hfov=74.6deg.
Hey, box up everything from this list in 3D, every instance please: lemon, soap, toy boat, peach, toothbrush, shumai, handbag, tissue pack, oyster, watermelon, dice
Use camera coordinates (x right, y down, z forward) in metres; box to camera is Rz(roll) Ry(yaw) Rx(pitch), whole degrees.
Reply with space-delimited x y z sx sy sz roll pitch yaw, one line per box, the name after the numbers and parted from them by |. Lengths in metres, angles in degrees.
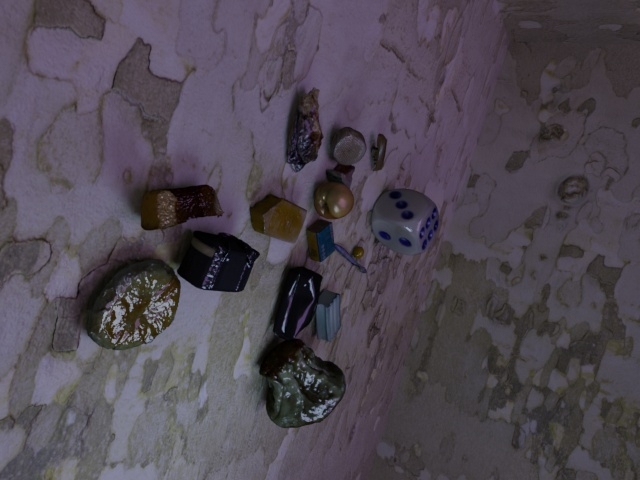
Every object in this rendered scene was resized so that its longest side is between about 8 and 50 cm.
0.209 0.065 2.305 0.083 0.062 0.062 -53 144 -35 | lemon
0.037 0.393 2.180 0.150 0.094 0.262 -47 143 -49 | soap
0.296 -0.449 2.160 0.064 0.072 0.206 -58 159 -47 | toy boat
0.062 -0.177 1.870 0.184 0.184 0.185 -30 130 -45 | peach
0.164 0.103 2.285 0.413 0.042 0.035 42 62 -53 | toothbrush
-0.108 0.619 1.910 0.396 0.324 0.324 -24 114 0 | shumai
-0.078 0.287 1.944 0.288 0.152 0.343 2 105 -72 | handbag
0.000 0.000 1.950 0.120 0.082 0.169 -39 136 -37 | tissue pack
-0.046 -0.422 1.661 0.271 0.100 0.276 61 51 -67 | oyster
0.110 -0.296 1.954 0.158 0.097 0.121 -44 139 -40 | watermelon
-0.339 0.063 1.412 0.254 0.181 0.182 20 97 -58 | handbag
-0.170 -0.088 1.663 0.257 0.080 0.161 20 89 -57 | soap
0.482 -0.106 2.392 0.277 0.304 0.304 -54 144 -25 | dice

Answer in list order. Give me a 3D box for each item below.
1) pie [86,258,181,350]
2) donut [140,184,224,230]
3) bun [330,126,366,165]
-0.548 0.195 1.270 0.306 0.071 0.307 -35 137 -42 | pie
-0.431 -0.102 1.239 0.295 0.151 0.113 -22 111 -64 | donut
0.119 -0.430 1.874 0.166 0.114 0.173 -9 135 -9 | bun
